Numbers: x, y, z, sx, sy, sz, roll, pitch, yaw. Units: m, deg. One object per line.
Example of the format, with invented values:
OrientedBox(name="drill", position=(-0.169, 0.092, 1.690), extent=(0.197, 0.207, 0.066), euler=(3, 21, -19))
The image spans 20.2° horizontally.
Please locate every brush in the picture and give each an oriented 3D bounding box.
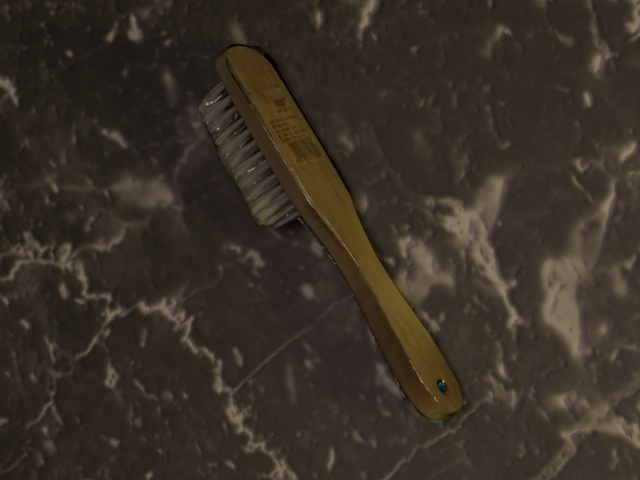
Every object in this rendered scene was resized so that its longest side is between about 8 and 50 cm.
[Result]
OrientedBox(name="brush", position=(0.000, 0.000, 1.347), extent=(0.065, 0.070, 0.327), euler=(-38, 76, 26))
